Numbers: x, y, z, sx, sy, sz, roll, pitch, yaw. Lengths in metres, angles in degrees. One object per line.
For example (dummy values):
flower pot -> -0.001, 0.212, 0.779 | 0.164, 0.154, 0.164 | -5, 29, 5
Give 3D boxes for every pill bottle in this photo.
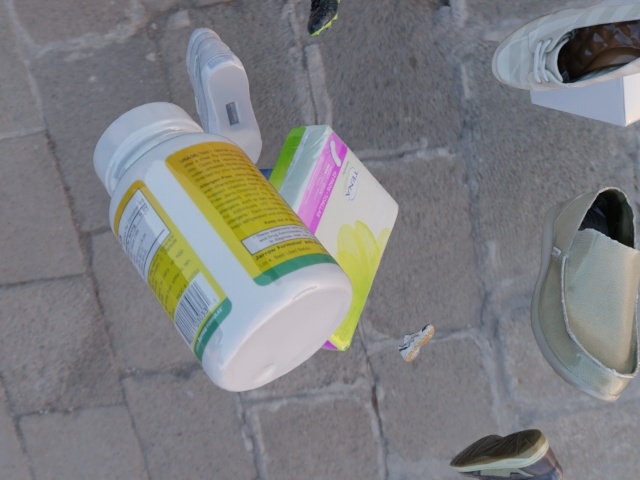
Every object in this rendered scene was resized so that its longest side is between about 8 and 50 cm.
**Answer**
pill bottle -> -0.081, -0.004, 0.543 | 0.117, 0.117, 0.208 | -49, 63, 18

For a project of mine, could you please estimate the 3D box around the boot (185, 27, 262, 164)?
boot -> -0.164, -0.229, 1.244 | 0.095, 0.123, 0.258 | -17, 142, -16

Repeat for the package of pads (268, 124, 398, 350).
package of pads -> 0.000, 0.000, 1.159 | 0.101, 0.296, 0.229 | -3, 145, 41

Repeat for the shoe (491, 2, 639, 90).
shoe -> 0.258, -0.189, 0.713 | 0.219, 0.058, 0.076 | -2, 104, 42

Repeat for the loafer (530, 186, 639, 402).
loafer -> 0.283, 0.038, 0.767 | 0.102, 0.268, 0.092 | 21, 136, -11

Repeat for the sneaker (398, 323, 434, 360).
sneaker -> 0.165, 0.173, 1.304 | 0.032, 0.037, 0.083 | 13, 121, -44

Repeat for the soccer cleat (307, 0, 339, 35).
soccer cleat -> 0.005, -0.421, 1.273 | 0.060, 0.179, 0.072 | -18, 130, 43

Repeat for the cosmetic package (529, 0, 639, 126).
cosmetic package -> 0.500, -0.306, 1.227 | 0.225, 0.224, 0.138 | -23, 117, -16

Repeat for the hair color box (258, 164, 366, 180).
hair color box -> -0.076, -0.081, 1.523 | 0.174, 0.347, 0.105 | -21, 79, 51

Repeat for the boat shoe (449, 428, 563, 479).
boat shoe -> 0.175, 0.219, 0.715 | 0.056, 0.152, 0.049 | -33, 84, -22
